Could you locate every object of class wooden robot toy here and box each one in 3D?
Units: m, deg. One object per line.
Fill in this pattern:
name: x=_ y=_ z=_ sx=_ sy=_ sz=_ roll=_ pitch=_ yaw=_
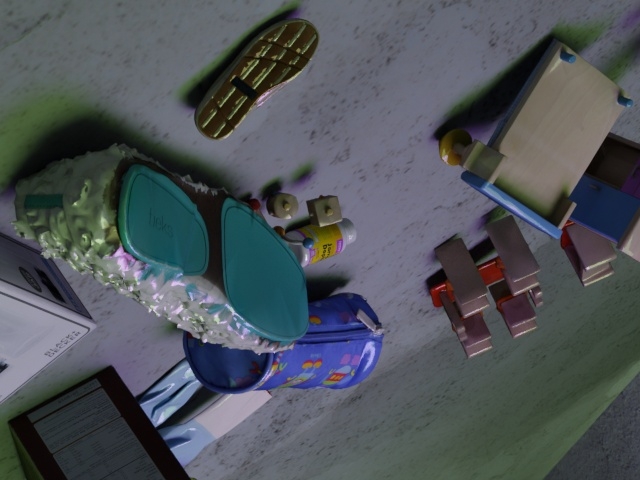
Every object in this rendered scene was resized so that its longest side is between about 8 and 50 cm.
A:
wooden robot toy: x=-0.067 y=-0.009 z=1.546 sx=0.173 sy=0.076 sz=0.079 roll=-32 pitch=-166 yaw=-13

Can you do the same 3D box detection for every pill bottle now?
pill bottle: x=0.000 y=0.000 z=1.662 sx=0.083 sy=0.043 sz=0.043 roll=-21 pitch=154 yaw=-36

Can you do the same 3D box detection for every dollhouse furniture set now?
dollhouse furniture set: x=0.292 y=-0.158 z=1.761 sx=0.303 sy=0.198 sz=0.286 roll=28 pitch=93 yaw=-34
dollhouse furniture set: x=0.276 y=0.031 z=2.096 sx=0.259 sy=0.135 sz=0.262 roll=-24 pitch=158 yaw=-1

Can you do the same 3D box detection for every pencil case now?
pencil case: x=-0.032 y=0.120 z=1.755 sx=0.133 sy=0.119 sz=0.306 roll=-20 pitch=168 yaw=27

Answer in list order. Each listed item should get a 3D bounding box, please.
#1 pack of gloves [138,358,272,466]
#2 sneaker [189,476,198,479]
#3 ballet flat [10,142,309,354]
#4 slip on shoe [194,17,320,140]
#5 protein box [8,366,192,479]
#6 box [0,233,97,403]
pack of gloves: x=-0.194 y=0.221 z=1.852 sx=0.232 sy=0.046 sz=0.195 roll=-38 pitch=146 yaw=-1
sneaker: x=-0.270 y=0.400 z=1.945 sx=0.300 sy=0.111 sz=0.121 roll=-33 pitch=155 yaw=26
ballet flat: x=-0.143 y=0.009 z=1.358 sx=0.147 sy=0.147 sz=0.409 roll=-39 pitch=151 yaw=7
slip on shoe: x=-0.057 y=-0.143 z=1.285 sx=0.135 sy=0.051 sz=0.041 roll=-48 pitch=-163 yaw=7
protein box: x=-0.233 y=0.293 z=1.661 sx=0.136 sy=0.201 sz=0.199 roll=-28 pitch=149 yaw=-20
box: x=-0.329 y=0.063 z=1.224 sx=0.169 sy=0.087 sz=0.290 roll=-39 pitch=159 yaw=6
